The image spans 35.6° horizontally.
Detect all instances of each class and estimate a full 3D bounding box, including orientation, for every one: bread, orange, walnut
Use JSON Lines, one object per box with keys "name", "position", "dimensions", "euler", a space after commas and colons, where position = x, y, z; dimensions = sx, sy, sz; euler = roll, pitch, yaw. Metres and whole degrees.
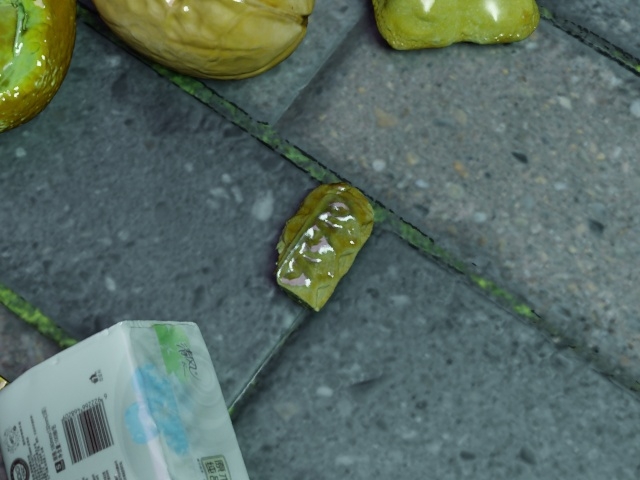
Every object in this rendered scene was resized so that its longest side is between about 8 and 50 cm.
{"name": "bread", "position": [0.000, 0.000, 0.830], "dimensions": [0.066, 0.060, 0.110], "euler": [22, 73, 38]}
{"name": "orange", "position": [-0.300, -0.192, 0.850], "dimensions": [0.179, 0.158, 0.237], "euler": [-5, 75, 7]}
{"name": "walnut", "position": [-0.105, -0.223, 0.859], "dimensions": [0.207, 0.159, 0.159], "euler": [24, 74, 4]}
{"name": "bread", "position": [0.114, -0.282, 0.906], "dimensions": [0.161, 0.088, 0.233], "euler": [-10, 70, 2]}

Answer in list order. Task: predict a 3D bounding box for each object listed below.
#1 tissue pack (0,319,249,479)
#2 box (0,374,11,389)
{"name": "tissue pack", "position": [-0.123, 0.193, 0.743], "dimensions": [0.159, 0.145, 0.229], "euler": [-30, 69, 27]}
{"name": "box", "position": [-0.340, 0.110, 0.824], "dimensions": [0.156, 0.022, 0.089], "euler": [35, 76, 12]}
